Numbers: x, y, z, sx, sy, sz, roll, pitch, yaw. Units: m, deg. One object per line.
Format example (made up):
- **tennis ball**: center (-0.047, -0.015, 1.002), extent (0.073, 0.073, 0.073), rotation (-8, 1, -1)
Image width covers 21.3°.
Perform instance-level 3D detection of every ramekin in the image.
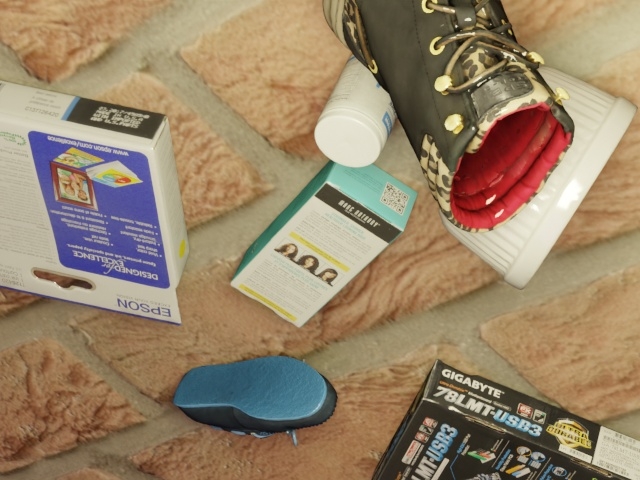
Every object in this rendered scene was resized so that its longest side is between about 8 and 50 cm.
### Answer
- **ramekin**: center (0.199, -0.067, 1.604), extent (0.109, 0.207, 0.207), rotation (33, 141, 6)

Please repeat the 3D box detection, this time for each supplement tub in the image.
- **supplement tub**: center (0.043, -0.132, 1.675), extent (0.071, 0.107, 0.071), rotation (14, 140, 12)

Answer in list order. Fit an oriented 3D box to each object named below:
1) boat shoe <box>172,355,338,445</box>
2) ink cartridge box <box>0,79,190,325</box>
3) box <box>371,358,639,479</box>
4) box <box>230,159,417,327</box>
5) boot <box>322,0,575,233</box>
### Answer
- **boat shoe**: center (-0.068, 0.198, 2.125), extent (0.258, 0.109, 0.089), rotation (4, 147, 47)
- **ink cartridge box**: center (-0.306, -0.048, 1.978), extent (0.304, 0.072, 0.307), rotation (12, 142, 13)
- **box**: center (0.228, 0.297, 2.094), extent (0.293, 0.073, 0.295), rotation (23, 141, 2)
- **box**: center (0.000, 0.000, 1.881), extent (0.101, 0.060, 0.244), rotation (33, 140, -11)
- **boot**: center (0.111, -0.207, 1.410), extent (0.138, 0.284, 0.377), rotation (-14, 148, -19)
